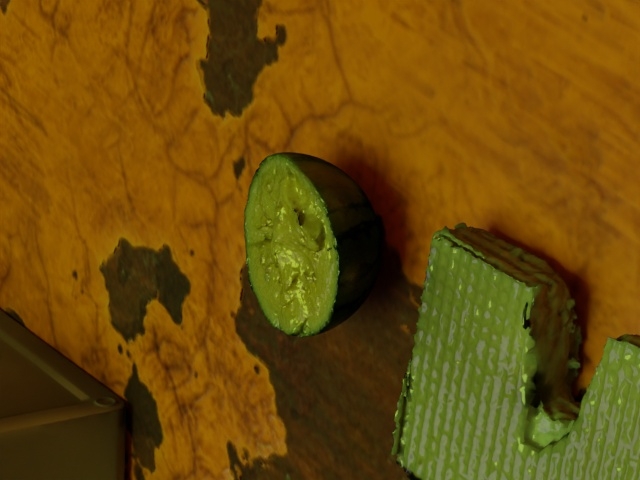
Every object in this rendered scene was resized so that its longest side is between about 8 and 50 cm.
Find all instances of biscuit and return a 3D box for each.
[{"bbox_3d":[0.130,0.097,0.834,0.250,0.046,0.147,31,121,48],"label":"biscuit"}]

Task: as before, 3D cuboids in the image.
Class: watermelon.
[{"bbox_3d":[0.000,0.000,0.977,0.105,0.062,0.105,29,124,57],"label":"watermelon"}]

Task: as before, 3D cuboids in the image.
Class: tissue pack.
[{"bbox_3d":[-0.271,0.155,1.318,0.246,0.159,0.136,28,119,49],"label":"tissue pack"}]
